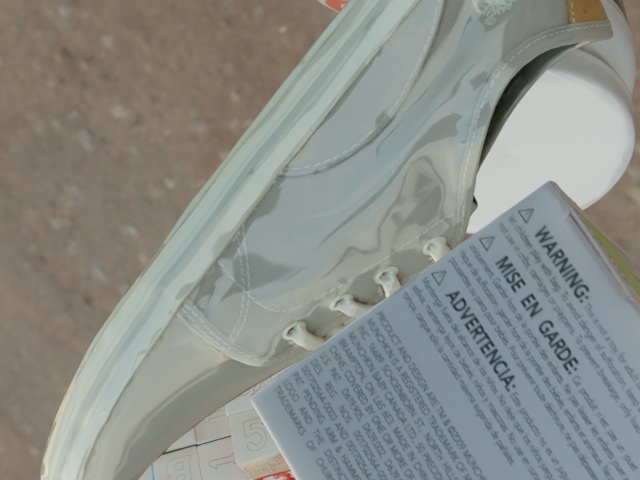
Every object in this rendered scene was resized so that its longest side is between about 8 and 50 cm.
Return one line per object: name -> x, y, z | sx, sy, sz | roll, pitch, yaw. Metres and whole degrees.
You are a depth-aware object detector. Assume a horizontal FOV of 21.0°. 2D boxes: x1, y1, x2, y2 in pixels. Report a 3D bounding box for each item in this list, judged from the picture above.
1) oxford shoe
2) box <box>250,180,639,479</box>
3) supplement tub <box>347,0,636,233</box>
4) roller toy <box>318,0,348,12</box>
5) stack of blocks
oxford shoe -> 0.000, 0.000, 0.962 | 0.130, 0.449, 0.169 | 40, -169, 3
box -> 0.082, 0.075, 0.528 | 0.114, 0.103, 0.203 | 58, -168, 22
supplement tub -> 0.114, -0.161, 1.209 | 0.191, 0.272, 0.191 | -3, 141, -2
roller toy -> 0.096, -0.289, 1.739 | 0.209, 0.146, 0.191 | 17, -179, 39
stack of blocks -> -0.031, 0.168, 1.459 | 0.297, 0.087, 0.171 | -16, 153, 11
